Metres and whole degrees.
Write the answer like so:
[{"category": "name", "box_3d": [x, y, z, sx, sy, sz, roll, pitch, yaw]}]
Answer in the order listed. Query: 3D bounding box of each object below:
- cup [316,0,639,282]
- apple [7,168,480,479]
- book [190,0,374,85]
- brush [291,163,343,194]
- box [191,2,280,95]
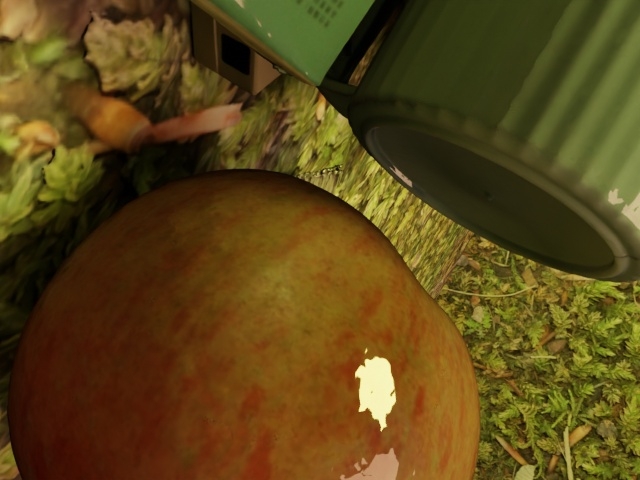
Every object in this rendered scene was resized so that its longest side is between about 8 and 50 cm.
[{"category": "cup", "box_3d": [0.166, -0.173, 0.512, 0.311, 0.331, 0.257, -59, 171, -6]}, {"category": "apple", "box_3d": [-0.036, 0.095, 0.492, 0.345, 0.345, 0.269, 65, 48, -71]}, {"category": "book", "box_3d": [0.024, -0.274, 0.281, 0.379, 0.031, 0.264, -55, 142, 8]}, {"category": "brush", "box_3d": [-0.044, 0.036, 0.825, 0.090, 0.017, 0.314, -13, 141, -28]}, {"category": "box", "box_3d": [-0.018, -0.210, 0.433, 0.141, 0.058, 0.201, -48, 162, -32]}]
